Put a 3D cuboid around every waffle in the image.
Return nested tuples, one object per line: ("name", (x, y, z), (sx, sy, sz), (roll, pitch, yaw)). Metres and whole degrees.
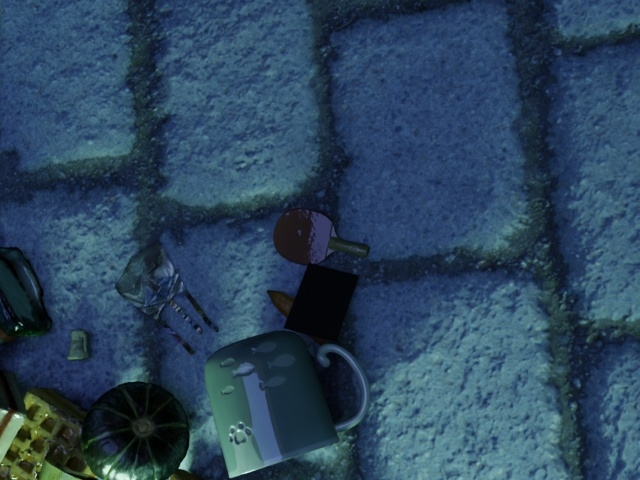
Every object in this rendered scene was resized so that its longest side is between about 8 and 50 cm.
("waffle", (-0.697, 0.592, 1.900), (0.261, 0.114, 0.376), (27, 88, 14))

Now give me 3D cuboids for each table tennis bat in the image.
("table tennis bat", (0.000, 0.000, 1.846), (0.246, 0.022, 0.138), (14, 87, 19))

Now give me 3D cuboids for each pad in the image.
("pad", (0.004, 0.143, 1.774), (0.127, 0.004, 0.190), (15, 57, 9))

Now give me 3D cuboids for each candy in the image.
("candy", (-0.834, 0.431, 1.866), (0.321, 0.135, 0.179), (20, 82, 59))

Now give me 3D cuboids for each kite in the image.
("kite", (-0.397, 0.159, 1.932), (0.169, 0.015, 0.310), (-42, 71, 6))

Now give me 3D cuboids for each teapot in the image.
("teapot", (-0.622, 0.267, 1.954), (0.067, 0.057, 0.083), (-19, 68, 39))

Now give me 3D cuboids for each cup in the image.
("cup", (-0.072, 0.342, 1.700), (0.357, 0.259, 0.274), (-19, 77, -2))

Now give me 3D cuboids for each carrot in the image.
("carrot", (-0.050, 0.171, 1.813), (0.205, 0.072, 0.072), (34, 92, 23))

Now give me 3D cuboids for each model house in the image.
("model house", (-0.882, 0.189, 1.980), (0.291, 0.184, 0.253), (-32, 79, 13))

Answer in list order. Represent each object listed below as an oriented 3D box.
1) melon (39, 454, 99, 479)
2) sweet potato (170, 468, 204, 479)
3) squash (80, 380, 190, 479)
("melon", (-0.610, 0.583, 1.783), (0.160, 0.079, 0.128), (20, 86, 13))
("sweet potato", (-0.203, 0.619, 1.769), (0.341, 0.092, 0.114), (6, 67, 15))
("squash", (-0.433, 0.457, 1.786), (0.252, 0.165, 0.252), (12, 57, -19))
